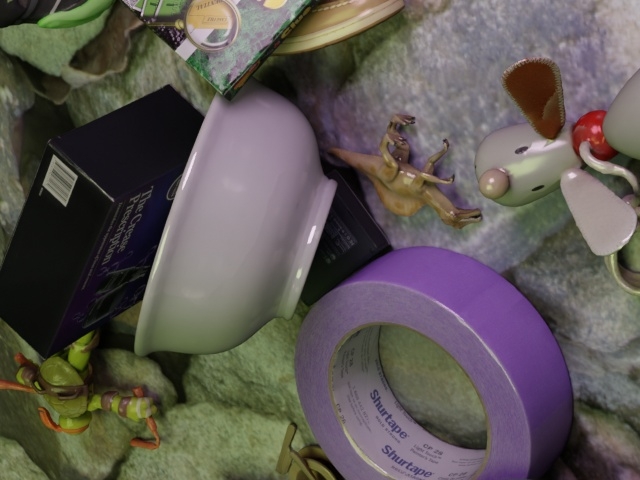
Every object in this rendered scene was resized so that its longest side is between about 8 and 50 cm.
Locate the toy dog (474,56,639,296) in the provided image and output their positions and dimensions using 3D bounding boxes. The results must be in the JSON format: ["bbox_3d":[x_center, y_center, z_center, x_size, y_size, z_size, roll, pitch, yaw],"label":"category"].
[{"bbox_3d":[0.249,-0.078,1.260,0.220,0.161,0.334,48,134,8],"label":"toy dog"}]

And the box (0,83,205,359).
[{"bbox_3d":[-0.229,-0.019,1.670,0.103,0.184,0.261,41,133,12],"label":"box"}]

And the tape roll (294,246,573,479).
[{"bbox_3d":[0.108,0.148,1.549,0.274,0.090,0.275,18,123,31],"label":"tape roll"}]

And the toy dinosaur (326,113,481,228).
[{"bbox_3d":[0.070,-0.068,1.489,0.183,0.053,0.093,29,130,25],"label":"toy dinosaur"}]

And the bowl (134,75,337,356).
[{"bbox_3d":[-0.067,-0.011,1.491,0.134,0.298,0.298,19,128,0],"label":"bowl"}]

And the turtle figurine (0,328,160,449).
[{"bbox_3d":[-0.317,0.154,1.902,0.269,0.087,0.217,17,123,32],"label":"turtle figurine"}]

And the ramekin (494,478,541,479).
[{"bbox_3d":[0.205,0.360,1.476,0.303,0.148,0.303,10,137,9],"label":"ramekin"}]

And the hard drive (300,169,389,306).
[{"bbox_3d":[0.000,0.000,1.604,0.094,0.022,0.135,54,134,3],"label":"hard drive"}]

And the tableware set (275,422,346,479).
[{"bbox_3d":[-0.016,0.316,1.776,0.128,0.039,0.194,33,130,21],"label":"tableware set"}]

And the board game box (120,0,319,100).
[{"bbox_3d":[-0.043,-0.263,1.380,0.136,0.030,0.260,42,92,9],"label":"board game box"}]

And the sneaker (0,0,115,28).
[{"bbox_3d":[-0.380,-0.420,1.562,0.483,0.202,0.185,53,134,3],"label":"sneaker"}]

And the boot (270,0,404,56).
[{"bbox_3d":[-0.052,-0.278,1.451,0.262,0.095,0.204,2,112,42],"label":"boot"}]
